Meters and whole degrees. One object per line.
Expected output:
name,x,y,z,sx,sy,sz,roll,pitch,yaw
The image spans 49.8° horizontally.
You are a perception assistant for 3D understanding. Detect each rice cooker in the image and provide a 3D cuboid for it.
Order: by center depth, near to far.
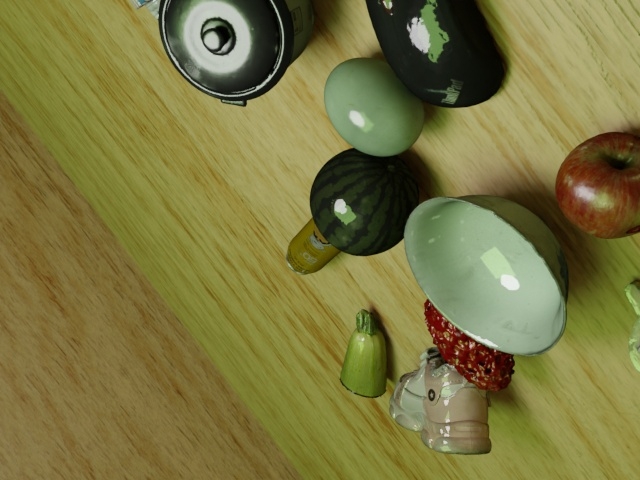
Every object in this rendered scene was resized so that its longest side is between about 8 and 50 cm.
rice cooker,-0.143,-0.376,1.197,0.241,0.227,0.280,13,123,10

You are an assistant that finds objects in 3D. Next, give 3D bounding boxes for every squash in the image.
squash,0.116,0.297,1.755,0.137,0.137,0.287,35,145,28

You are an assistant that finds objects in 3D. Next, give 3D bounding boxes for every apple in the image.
apple,0.393,-0.072,0.931,0.146,0.146,0.131,35,156,28

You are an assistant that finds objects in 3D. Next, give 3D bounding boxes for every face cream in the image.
face cream,0.000,0.000,1.604,0.105,0.105,0.349,51,151,2

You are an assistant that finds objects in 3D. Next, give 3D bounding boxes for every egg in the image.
egg,0.089,-0.228,1.173,0.192,0.149,0.149,43,150,21

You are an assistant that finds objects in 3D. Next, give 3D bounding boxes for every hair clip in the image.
hair clip,0.521,0.131,1.042,0.159,0.071,0.218,43,151,31

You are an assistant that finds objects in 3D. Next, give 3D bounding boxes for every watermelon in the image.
watermelon,0.082,-0.075,1.297,0.212,0.212,0.212,35,147,27

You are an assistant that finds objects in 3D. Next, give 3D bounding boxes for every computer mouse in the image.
computer mouse,0.157,-0.309,1.039,0.170,0.100,0.269,-8,116,55

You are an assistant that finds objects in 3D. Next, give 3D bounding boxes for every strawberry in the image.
strawberry,0.278,0.184,1.322,0.190,0.111,0.236,-30,74,40

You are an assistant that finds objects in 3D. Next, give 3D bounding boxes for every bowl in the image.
bowl,0.306,0.029,1.157,0.313,0.146,0.313,37,148,28

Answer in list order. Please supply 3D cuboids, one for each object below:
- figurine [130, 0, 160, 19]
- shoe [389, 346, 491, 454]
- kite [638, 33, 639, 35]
figurine,-0.417,-0.595,1.536,0.137,0.112,0.229,-3,130,50
shoe,0.278,0.334,1.545,0.351,0.172,0.198,-163,78,-72
kite,0.467,-0.200,0.812,0.198,0.006,0.244,27,143,37
